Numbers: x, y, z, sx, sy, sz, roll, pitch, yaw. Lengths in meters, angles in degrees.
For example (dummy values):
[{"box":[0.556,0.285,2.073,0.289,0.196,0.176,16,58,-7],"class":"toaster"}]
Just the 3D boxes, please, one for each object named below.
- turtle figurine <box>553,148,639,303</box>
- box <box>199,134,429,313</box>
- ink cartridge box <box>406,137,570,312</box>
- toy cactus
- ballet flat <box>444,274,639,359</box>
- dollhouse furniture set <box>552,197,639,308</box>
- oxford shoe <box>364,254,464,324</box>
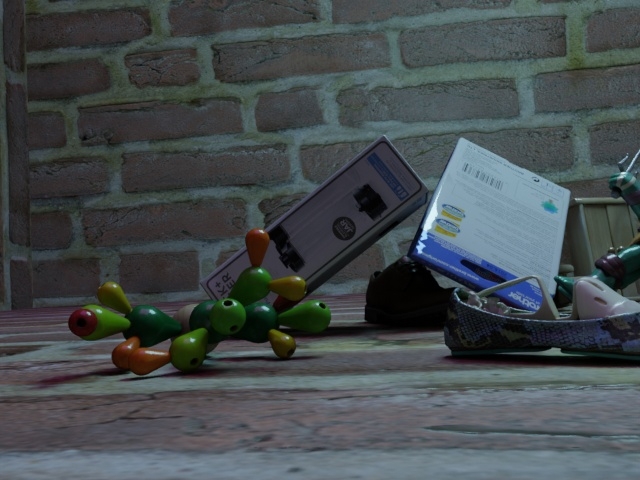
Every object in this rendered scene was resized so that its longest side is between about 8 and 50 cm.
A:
[{"box":[0.379,-0.011,0.804,0.175,0.234,0.118,39,7,-45],"class":"turtle figurine"},{"box":[0.000,0.000,0.900,0.290,0.087,0.169,-39,-7,6],"class":"box"},{"box":[0.232,-0.013,0.941,0.186,0.065,0.311,27,38,4],"class":"ink cartridge box"},{"box":[-0.109,0.066,0.616,0.219,0.112,0.180,-11,-10,-23],"class":"toy cactus"},{"box":[0.179,0.057,0.522,0.189,0.070,0.070,-4,-3,31],"class":"ballet flat"},{"box":[0.486,-0.017,0.969,0.304,0.173,0.355,-3,-13,-17],"class":"dollhouse furniture set"},{"box":[0.123,0.067,0.946,0.083,0.096,0.227,1,-3,-27],"class":"oxford shoe"}]
